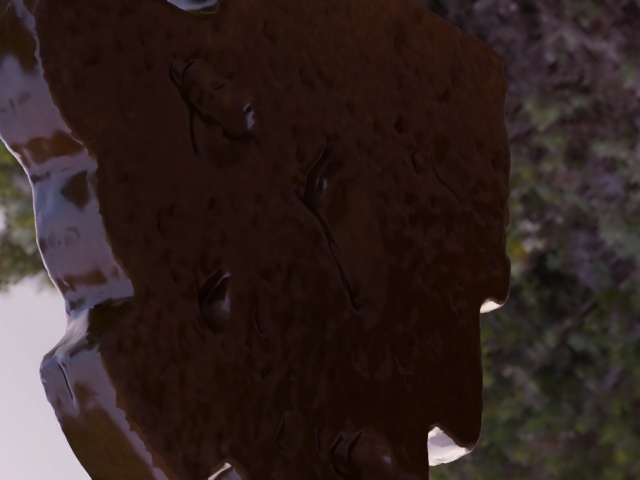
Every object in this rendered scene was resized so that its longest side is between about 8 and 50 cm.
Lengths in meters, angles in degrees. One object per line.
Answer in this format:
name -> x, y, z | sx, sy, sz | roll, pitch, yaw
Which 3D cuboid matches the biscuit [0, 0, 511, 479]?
biscuit -> -0.001, 0.000, 0.655 | 0.043, 0.301, 0.278 | -15, 105, 38
